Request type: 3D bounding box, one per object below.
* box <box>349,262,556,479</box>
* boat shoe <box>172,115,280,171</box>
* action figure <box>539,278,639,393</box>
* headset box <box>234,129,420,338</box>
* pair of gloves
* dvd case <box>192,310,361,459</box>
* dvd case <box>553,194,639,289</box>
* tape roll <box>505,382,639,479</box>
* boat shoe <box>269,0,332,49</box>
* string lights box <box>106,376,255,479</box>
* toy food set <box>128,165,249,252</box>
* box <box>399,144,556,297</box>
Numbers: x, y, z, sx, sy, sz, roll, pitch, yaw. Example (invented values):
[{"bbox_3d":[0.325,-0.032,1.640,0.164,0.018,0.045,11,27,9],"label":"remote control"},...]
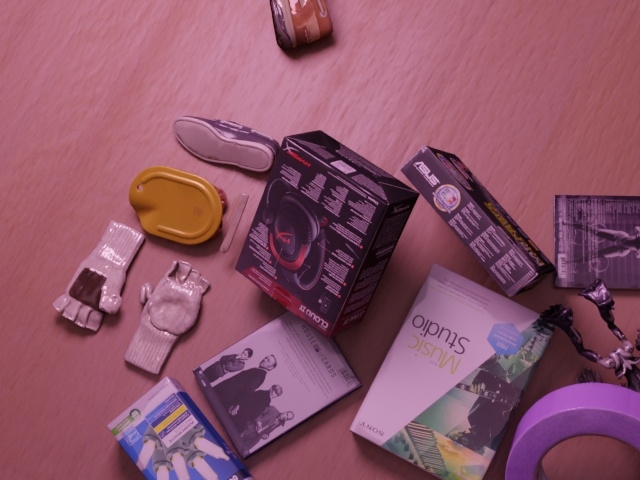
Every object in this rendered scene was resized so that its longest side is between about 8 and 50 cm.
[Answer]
[{"bbox_3d":[0.222,0.229,1.621,0.232,0.058,0.322,26,83,11],"label":"box"},{"bbox_3d":[-0.169,-0.182,1.759,0.206,0.075,0.065,20,38,15],"label":"boat shoe"},{"bbox_3d":[0.483,0.197,1.547,0.164,0.141,0.275,-36,93,7],"label":"action figure"},{"bbox_3d":[0.000,0.000,1.593,0.218,0.110,0.293,34,118,24],"label":"headset box"},{"bbox_3d":[-0.331,0.098,1.716,0.240,0.042,0.204,32,83,11],"label":"pair of gloves"},{"bbox_3d":[-0.075,0.237,1.666,0.239,0.029,0.179,-32,77,-2],"label":"dvd case"},{"bbox_3d":[0.512,0.003,1.658,0.221,0.018,0.164,1,77,7],"label":"dvd case"},{"bbox_3d":[0.427,0.362,1.490,0.275,0.090,0.275,5,108,16],"label":"tape roll"},{"bbox_3d":[-0.046,-0.512,1.783,0.120,0.122,0.324,-10,85,-1],"label":"boat shoe"},{"bbox_3d":[-0.223,0.372,1.628,0.133,0.077,0.259,-40,77,-4],"label":"string lights box"},{"bbox_3d":[-0.231,-0.061,1.732,0.218,0.071,0.128,18,105,11],"label":"toy food set"},{"bbox_3d":[0.263,-0.033,1.587,0.060,0.216,0.270,-43,76,15],"label":"box"}]
